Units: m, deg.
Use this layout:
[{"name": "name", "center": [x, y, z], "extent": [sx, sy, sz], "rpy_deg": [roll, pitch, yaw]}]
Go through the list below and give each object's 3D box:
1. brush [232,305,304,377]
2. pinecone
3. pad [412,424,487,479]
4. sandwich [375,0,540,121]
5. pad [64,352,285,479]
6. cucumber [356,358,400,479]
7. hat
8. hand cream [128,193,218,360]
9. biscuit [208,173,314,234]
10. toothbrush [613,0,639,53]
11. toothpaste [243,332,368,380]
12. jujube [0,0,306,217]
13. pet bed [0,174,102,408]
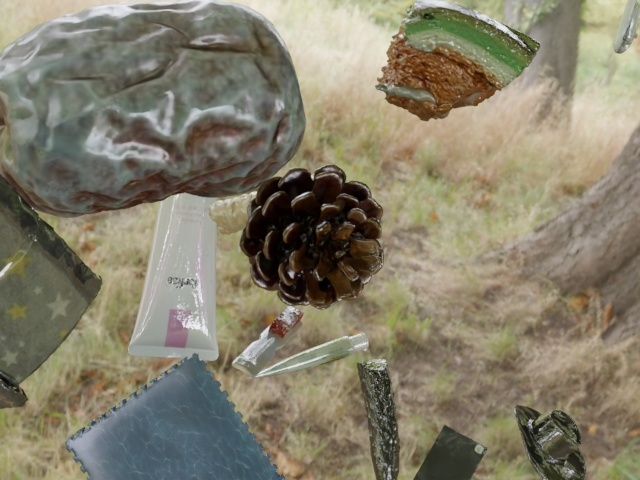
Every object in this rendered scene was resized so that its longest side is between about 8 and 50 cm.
[{"name": "brush", "center": [-0.109, 0.221, 1.952], "extent": [0.060, 0.050, 0.321], "rpy_deg": [30, 23, 8]}, {"name": "pinecone", "center": [0.000, 0.000, 1.142], "extent": [0.207, 0.208, 0.208], "rpy_deg": [12, 37, -9]}, {"name": "pad", "center": [0.205, 0.423, 1.493], "extent": [0.004, 0.193, 0.116], "rpy_deg": [36, -9, -32]}, {"name": "sandwich", "center": [0.173, -0.220, 1.112], "extent": [0.184, 0.160, 0.109], "rpy_deg": [20, 24, 1]}, {"name": "pad", "center": [-0.233, 0.357, 1.383], "extent": [0.270, 0.269, 0.012], "rpy_deg": [54, 0, 1]}, {"name": "cucumber", "center": [0.142, 0.425, 1.985], "extent": [0.081, 0.072, 0.304], "rpy_deg": [-7, 86, -38]}, {"name": "hat", "center": [0.291, 0.244, 1.061], "extent": [0.121, 0.050, 0.121], "rpy_deg": [28, 35, -22]}, {"name": "hand cream", "center": [-0.286, 0.063, 1.770], "extent": [0.185, 0.359, 0.118], "rpy_deg": [6, -5, -20]}, {"name": "biscuit", "center": [-0.072, -0.054, 1.320], "extent": [0.219, 0.061, 0.055], "rpy_deg": [-12, 30, 24]}, {"name": "toothbrush", "center": [0.342, -0.314, 0.853], "extent": [0.022, 0.263, 0.026], "rpy_deg": [0, 23, -32]}, {"name": "toothpaste", "center": [-0.032, 0.284, 2.065], "extent": [0.314, 0.058, 0.056], "rpy_deg": [-16, 39, -19]}, {"name": "jujube", "center": [-0.174, -0.133, 0.871], "extent": [0.316, 0.226, 0.226], "rpy_deg": [-15, 47, -19]}, {"name": "pet bed", "center": [-0.281, 0.017, 0.581], "extent": [0.183, 0.211, 0.159], "rpy_deg": [26, 67, 34]}]
